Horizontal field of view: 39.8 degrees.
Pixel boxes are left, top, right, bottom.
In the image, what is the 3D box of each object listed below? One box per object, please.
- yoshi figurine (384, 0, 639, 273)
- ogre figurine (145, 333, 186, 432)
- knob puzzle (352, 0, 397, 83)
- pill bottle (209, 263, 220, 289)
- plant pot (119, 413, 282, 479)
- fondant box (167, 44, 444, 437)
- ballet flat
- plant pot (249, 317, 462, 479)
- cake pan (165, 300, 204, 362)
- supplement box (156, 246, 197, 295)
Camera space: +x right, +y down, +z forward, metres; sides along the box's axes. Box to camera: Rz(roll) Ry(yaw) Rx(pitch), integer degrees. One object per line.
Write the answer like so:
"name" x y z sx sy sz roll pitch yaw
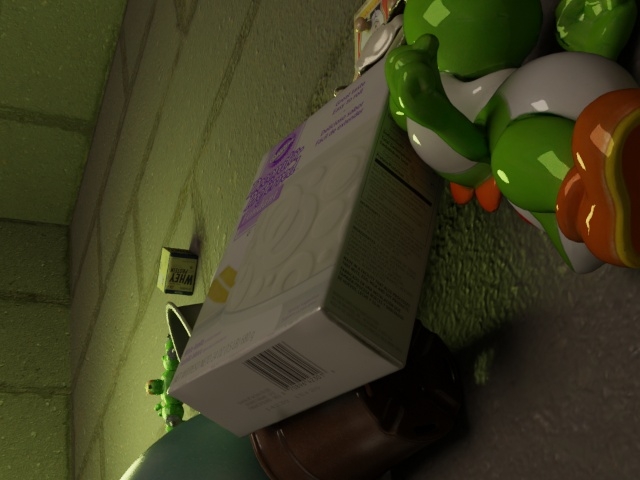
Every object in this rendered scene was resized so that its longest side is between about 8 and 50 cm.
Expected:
"yoshi figurine" 0.149 -0.122 0.633 0.203 0.203 0.362 -56 28 1
"ogre figurine" -0.267 0.266 1.627 0.118 0.096 0.197 124 165 -79
"knob puzzle" 0.075 -0.223 1.029 0.213 0.030 0.213 -173 90 -66
"pill bottle" -0.064 0.085 1.154 0.208 0.119 0.119 -156 74 -67
"plant pot" -0.080 0.292 0.981 0.293 0.293 0.196 -37 25 60
"fondant box" 0.000 0.000 0.848 0.238 0.096 0.330 -33 29 43
"ballet flat" 0.063 -0.173 0.949 0.077 0.079 0.222 53 133 32
"plant pot" 0.039 0.156 0.859 0.165 0.166 0.167 -41 46 47
"cake pan" -0.136 0.212 1.232 0.293 0.054 0.293 56 160 34
"supplement box" -0.287 0.061 1.767 0.083 0.056 0.083 -158 76 -67
